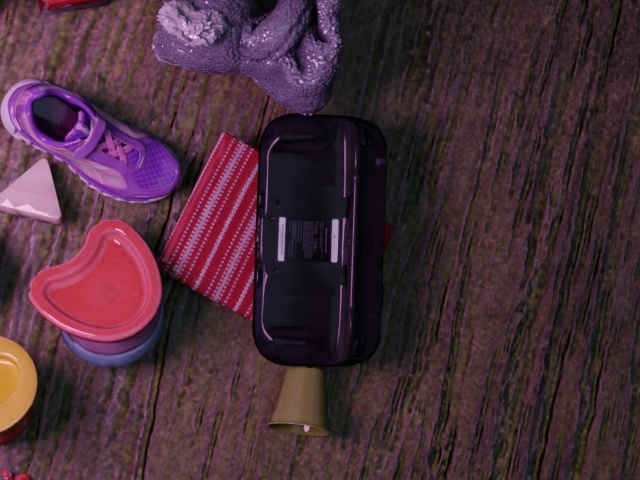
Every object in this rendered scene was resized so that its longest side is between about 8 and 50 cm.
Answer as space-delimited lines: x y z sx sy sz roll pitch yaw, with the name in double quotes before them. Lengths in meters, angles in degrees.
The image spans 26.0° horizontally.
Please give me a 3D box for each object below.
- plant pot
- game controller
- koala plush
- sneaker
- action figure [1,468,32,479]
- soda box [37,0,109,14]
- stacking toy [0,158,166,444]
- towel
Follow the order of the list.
"plant pot" -0.022 0.203 1.771 0.083 0.083 0.079 12 72 -15
"game controller" 0.000 0.000 1.750 0.166 0.067 0.319 2 89 -8
"koala plush" -0.096 -0.255 1.698 0.221 0.196 0.203 -1 88 -13
"sneaker" -0.275 -0.121 1.690 0.236 0.104 0.095 28 80 -14
"action figure" -0.347 0.322 1.695 0.038 0.030 0.115 -43 98 -8
"soda box" -0.321 -0.416 1.696 0.092 0.083 0.263 -12 92 -16
"stacking toy" -0.358 0.082 1.685 0.309 0.130 0.279 -33 71 -17
"towel" -0.053 0.010 1.769 0.274 0.031 0.199 29 79 -20
